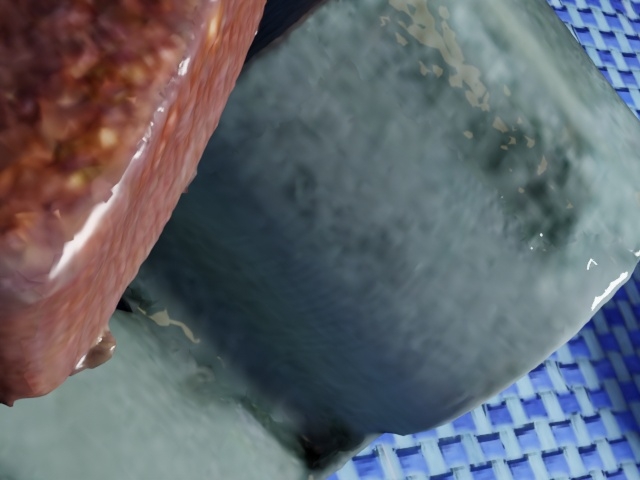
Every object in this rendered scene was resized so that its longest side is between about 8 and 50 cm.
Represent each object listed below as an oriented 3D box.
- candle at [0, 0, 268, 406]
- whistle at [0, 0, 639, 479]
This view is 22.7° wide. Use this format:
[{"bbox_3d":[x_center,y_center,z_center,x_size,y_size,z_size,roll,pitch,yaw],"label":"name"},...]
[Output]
[{"bbox_3d":[-0.143,-0.090,0.491,0.317,0.131,0.287,-16,67,-18],"label":"candle"},{"bbox_3d":[-0.022,0.012,0.658,0.405,0.188,0.168,-45,106,-18],"label":"whistle"}]
